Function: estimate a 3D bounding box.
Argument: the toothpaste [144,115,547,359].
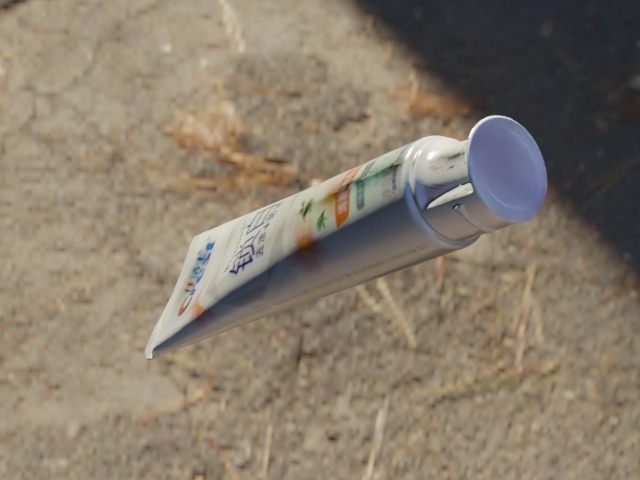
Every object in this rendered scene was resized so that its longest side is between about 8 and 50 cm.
[{"bbox_3d":[0.000,0.000,1.095,0.066,0.323,0.100,36,56,-26],"label":"toothpaste"}]
